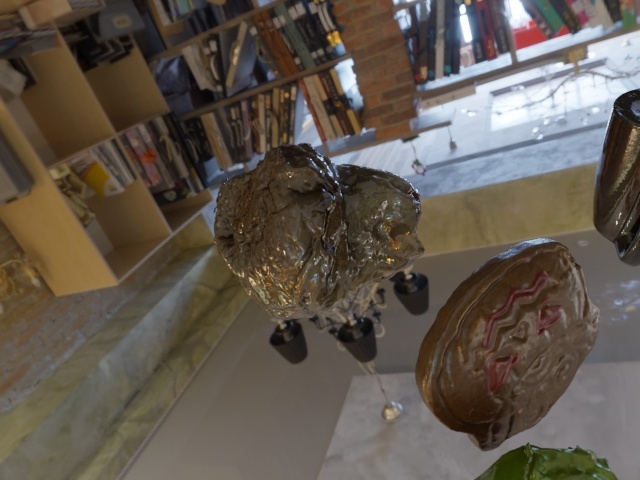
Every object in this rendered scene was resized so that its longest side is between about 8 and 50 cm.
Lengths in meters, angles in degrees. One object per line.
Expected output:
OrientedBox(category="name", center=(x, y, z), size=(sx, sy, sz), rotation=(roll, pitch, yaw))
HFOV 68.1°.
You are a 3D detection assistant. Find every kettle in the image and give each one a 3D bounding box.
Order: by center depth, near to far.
OrientedBox(category="kettle", center=(0.507, -0.086, 0.726), size=(0.144, 0.232, 0.202), rotation=(3, -137, 17))

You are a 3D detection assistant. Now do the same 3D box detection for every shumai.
OrientedBox(category="shumai", center=(0.000, 0.004, 0.516), size=(0.218, 0.185, 0.183), rotation=(-10, -117, 56))

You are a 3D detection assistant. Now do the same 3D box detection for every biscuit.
OrientedBox(category="biscuit", center=(0.249, 0.137, 0.606), size=(0.273, 0.257, 0.049), rotation=(-44, -153, -8))

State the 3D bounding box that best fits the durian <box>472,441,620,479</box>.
OrientedBox(category="durian", center=(0.211, 0.405, 0.520), size=(0.339, 0.204, 0.255), rotation=(-50, -165, 21))
